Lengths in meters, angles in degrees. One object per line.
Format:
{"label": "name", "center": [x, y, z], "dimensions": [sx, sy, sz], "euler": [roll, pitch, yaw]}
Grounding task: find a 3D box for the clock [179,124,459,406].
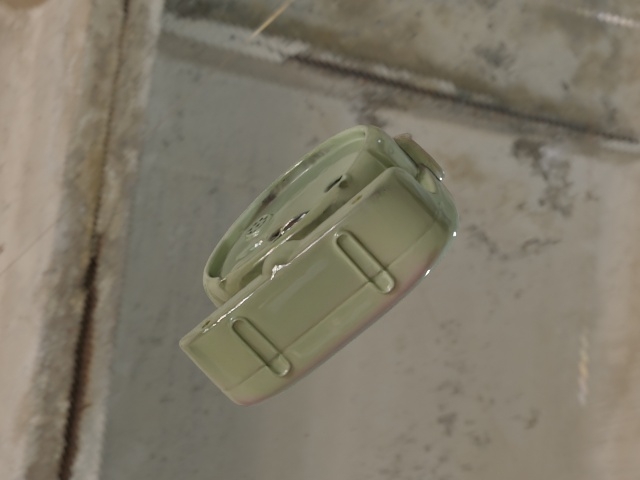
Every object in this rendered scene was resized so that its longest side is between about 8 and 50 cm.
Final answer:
{"label": "clock", "center": [0.000, 0.000, 0.882], "dimensions": [0.151, 0.191, 0.062], "euler": [-40, -76, 15]}
